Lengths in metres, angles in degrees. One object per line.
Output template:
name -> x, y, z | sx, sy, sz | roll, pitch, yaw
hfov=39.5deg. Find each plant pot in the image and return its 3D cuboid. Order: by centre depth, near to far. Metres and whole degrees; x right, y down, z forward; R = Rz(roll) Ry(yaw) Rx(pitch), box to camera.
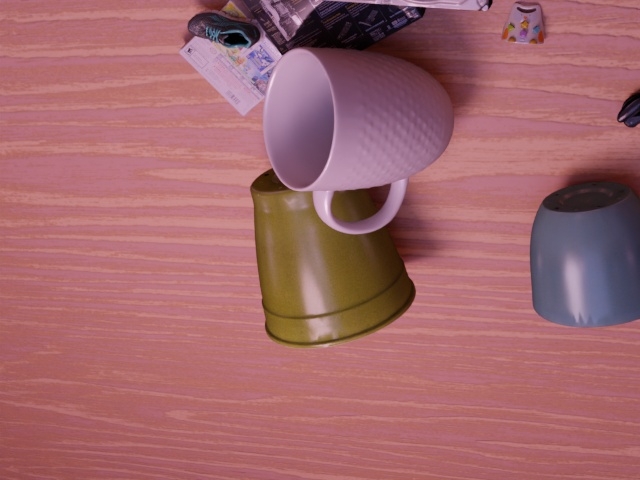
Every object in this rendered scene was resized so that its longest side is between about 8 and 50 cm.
plant pot -> 0.578, 0.013, 1.888 | 0.293, 0.293, 0.235 | -7, 110, 22
plant pot -> 0.000, 0.000, 2.036 | 0.366, 0.366, 0.353 | -8, 112, 22

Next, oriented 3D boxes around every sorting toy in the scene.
sorting toy -> 0.401, -0.426, 1.749 | 0.083, 0.045, 0.075 | 7, 110, 12

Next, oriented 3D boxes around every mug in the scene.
mug -> 0.088, -0.195, 1.803 | 0.276, 0.328, 0.374 | 26, 115, 54

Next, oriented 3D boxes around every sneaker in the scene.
sneaker -> -0.201, -0.432, 1.841 | 0.166, 0.076, 0.065 | 8, 127, 11

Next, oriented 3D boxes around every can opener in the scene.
can opener -> 0.669, -0.290, 1.756 | 0.059, 0.073, 0.186 | 45, 118, -9

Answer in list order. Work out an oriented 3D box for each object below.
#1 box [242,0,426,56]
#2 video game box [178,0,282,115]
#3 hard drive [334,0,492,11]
box -> 0.020, -0.488, 1.787 | 0.307, 0.076, 0.242 | -24, 117, 31
video game box -> -0.175, -0.399, 1.937 | 0.187, 0.048, 0.205 | -32, 112, 36
hard drive -> 0.138, -0.532, 1.554 | 0.338, 0.064, 0.237 | 9, 118, 16
